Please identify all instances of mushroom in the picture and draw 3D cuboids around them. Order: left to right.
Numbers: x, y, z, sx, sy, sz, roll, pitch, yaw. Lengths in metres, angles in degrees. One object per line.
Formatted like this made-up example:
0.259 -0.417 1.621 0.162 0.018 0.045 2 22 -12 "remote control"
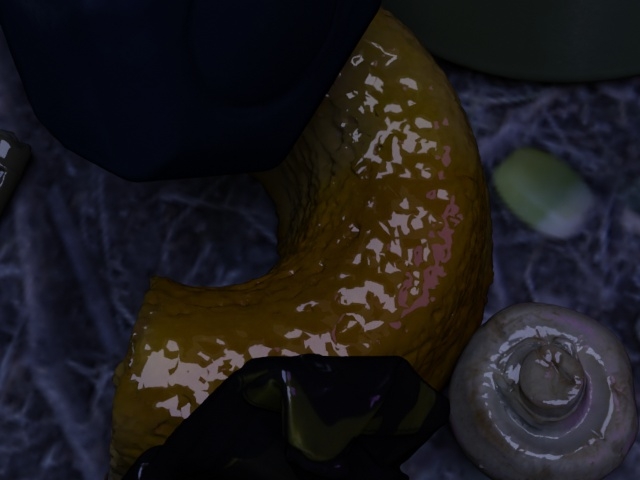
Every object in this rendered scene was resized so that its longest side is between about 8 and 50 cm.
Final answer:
0.095 0.067 0.656 0.084 0.067 0.083 -3 70 7 "mushroom"

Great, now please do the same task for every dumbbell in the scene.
-0.132 -0.141 0.629 0.325 0.160 0.144 29 115 35 "dumbbell"

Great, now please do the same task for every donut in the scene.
0.005 -0.004 0.672 0.152 0.101 0.259 12 71 0 "donut"

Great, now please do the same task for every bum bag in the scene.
-0.040 0.113 0.593 0.107 0.232 0.060 12 48 -37 "bum bag"

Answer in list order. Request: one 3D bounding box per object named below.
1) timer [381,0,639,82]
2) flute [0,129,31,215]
0.109 -0.248 0.616 0.291 0.315 0.290 -1 75 3 "timer"
-0.188 0.055 0.694 0.027 0.027 0.233 22 76 8 "flute"
